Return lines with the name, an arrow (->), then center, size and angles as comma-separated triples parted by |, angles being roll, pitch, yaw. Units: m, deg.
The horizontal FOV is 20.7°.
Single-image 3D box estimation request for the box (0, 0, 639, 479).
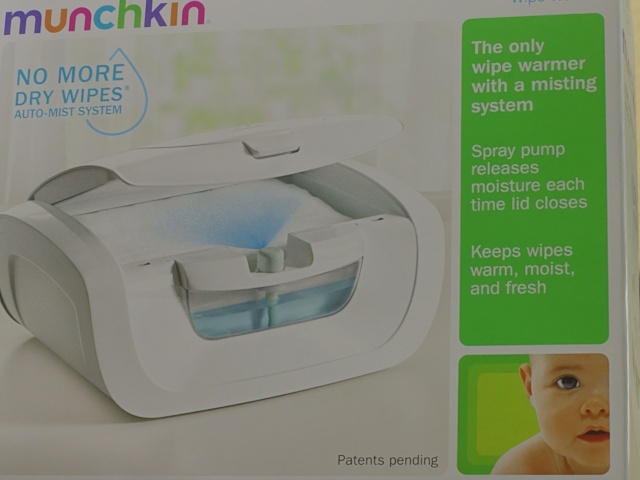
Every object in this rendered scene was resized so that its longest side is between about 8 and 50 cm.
box -> 0.000, 0.000, 0.729 | 0.262, 0.127, 0.231 | -1, -106, 12
